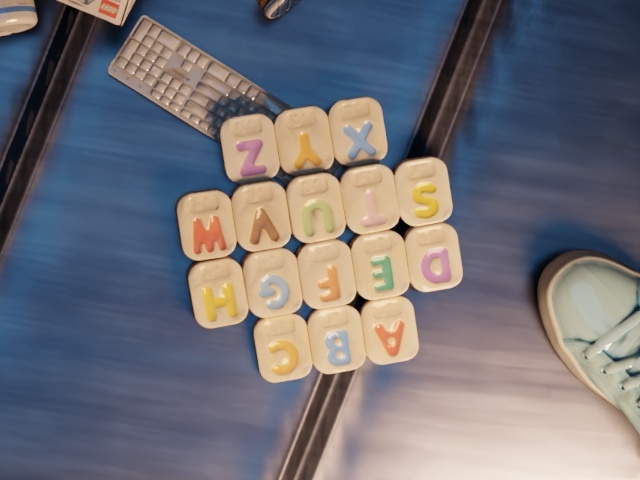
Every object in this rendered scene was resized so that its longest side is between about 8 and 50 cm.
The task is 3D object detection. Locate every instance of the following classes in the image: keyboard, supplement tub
[{"bbox_3d":[-0.092,-0.135,1.464,0.256,0.014,0.072,32,87,-6],"label":"keyboard"},{"bbox_3d":[-0.323,-0.260,1.410,0.071,0.071,0.107,-12,91,-6],"label":"supplement tub"}]

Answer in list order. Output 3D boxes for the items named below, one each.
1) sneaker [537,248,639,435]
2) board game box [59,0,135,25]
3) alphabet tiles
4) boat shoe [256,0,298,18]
[{"bbox_3d":[0.370,0.155,1.449,0.135,0.150,0.366,-43,94,-5],"label":"sneaker"},{"bbox_3d":[-0.300,-0.333,1.365,0.305,0.053,0.193,22,45,-6],"label":"board game box"},{"bbox_3d":[0.000,0.000,1.461,0.284,0.021,0.278,-9,96,-7],"label":"alphabet tiles"},{"bbox_3d":[-0.016,-0.308,1.452,0.066,0.066,0.183,37,76,-1],"label":"boat shoe"}]
